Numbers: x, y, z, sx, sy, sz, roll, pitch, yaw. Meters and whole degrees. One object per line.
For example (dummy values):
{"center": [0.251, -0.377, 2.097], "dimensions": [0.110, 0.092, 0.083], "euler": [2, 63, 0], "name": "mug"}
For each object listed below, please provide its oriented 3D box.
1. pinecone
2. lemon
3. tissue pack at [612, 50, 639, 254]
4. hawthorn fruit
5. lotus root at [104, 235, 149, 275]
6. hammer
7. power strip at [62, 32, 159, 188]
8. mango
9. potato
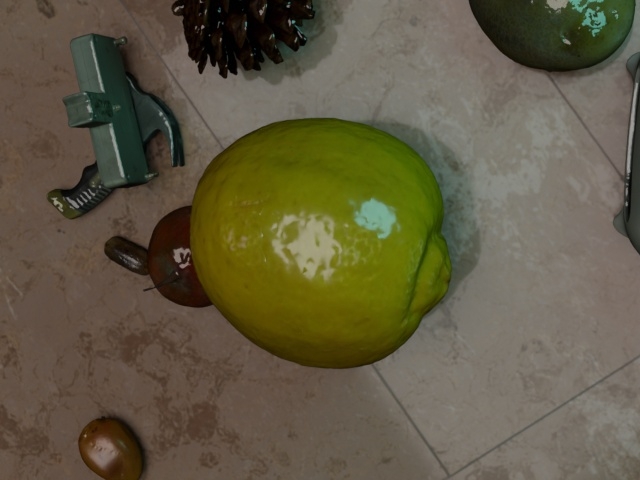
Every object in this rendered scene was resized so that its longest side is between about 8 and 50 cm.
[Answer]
{"center": [-0.104, -0.318, 1.560], "dimensions": [0.207, 0.208, 0.208], "euler": [1, 96, 15], "name": "pinecone"}
{"center": [0.000, 0.000, 1.486], "dimensions": [0.348, 0.348, 0.348], "euler": [1, 96, 15], "name": "lemon"}
{"center": [0.483, -0.109, 1.395], "dimensions": [0.236, 0.229, 0.333], "euler": [4, 97, 12], "name": "tissue pack"}
{"center": [-0.172, 0.032, 1.616], "dimensions": [0.149, 0.189, 0.149], "euler": [-4, 113, -9], "name": "hawthorn fruit"}
{"center": [-0.284, 0.022, 1.714], "dimensions": [0.083, 0.030, 0.037], "euler": [29, 100, 10], "name": "lotus root"}
{"center": [-0.305, -0.118, 1.701], "dimensions": [0.226, 0.041, 0.159], "euler": [-44, 82, 14], "name": "hammer"}
{"center": [-0.298, -0.180, 1.598], "dimensions": [0.061, 0.145, 0.216], "euler": [-14, 91, 17], "name": "power strip"}
{"center": [-0.313, 0.319, 1.735], "dimensions": [0.080, 0.060, 0.114], "euler": [-31, 85, 0], "name": "mango"}
{"center": [0.289, -0.315, 1.472], "dimensions": [0.178, 0.160, 0.235], "euler": [-37, 74, -9], "name": "potato"}
